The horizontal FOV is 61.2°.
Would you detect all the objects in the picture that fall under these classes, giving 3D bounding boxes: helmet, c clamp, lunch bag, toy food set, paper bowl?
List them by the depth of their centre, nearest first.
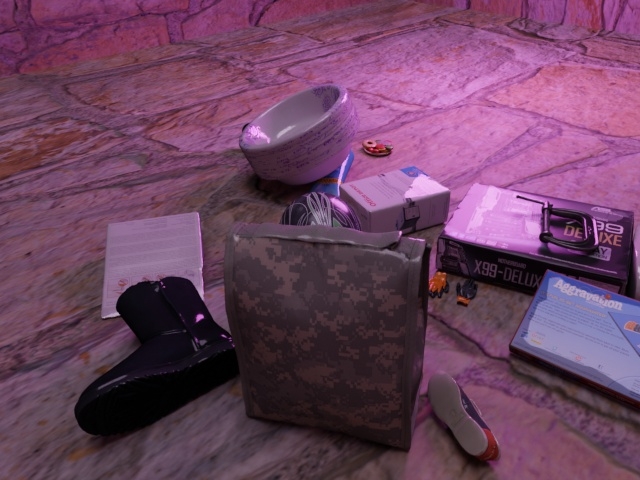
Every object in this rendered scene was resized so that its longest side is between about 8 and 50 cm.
[{"bbox_3d":[0.016,0.098,0.691,0.235,0.287,0.169,6,35,15],"label":"lunch bag"},{"bbox_3d":[0.000,0.000,0.953,0.169,0.162,0.169,-2,33,1],"label":"helmet"},{"bbox_3d":[0.420,-0.028,0.958,0.137,0.022,0.161,10,33,10],"label":"c clamp"},{"bbox_3d":[-0.040,-0.240,1.291,0.284,0.148,0.284,-20,32,13],"label":"paper bowl"},{"bbox_3d":[0.157,-0.252,1.455,0.082,0.020,0.083,-9,33,-10],"label":"toy food set"}]

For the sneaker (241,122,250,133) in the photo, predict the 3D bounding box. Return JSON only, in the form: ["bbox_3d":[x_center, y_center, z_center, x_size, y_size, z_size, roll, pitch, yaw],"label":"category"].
[{"bbox_3d":[-0.115,-0.283,1.487,0.211,0.080,0.081,11,20,14],"label":"sneaker"}]

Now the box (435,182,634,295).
[{"bbox_3d":[0.400,0.000,1.004,0.307,0.077,0.242,15,37,25],"label":"box"}]

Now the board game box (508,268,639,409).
[{"bbox_3d":[0.431,0.152,0.761,0.281,0.027,0.145,23,69,33],"label":"board game box"}]

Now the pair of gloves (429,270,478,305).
[{"bbox_3d":[0.232,0.082,0.950,0.083,0.010,0.074,14,36,22],"label":"pair of gloves"}]

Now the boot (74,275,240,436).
[{"bbox_3d":[-0.259,0.154,0.795,0.246,0.094,0.207,-19,40,-35],"label":"boot"}]

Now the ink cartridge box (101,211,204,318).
[{"bbox_3d":[-0.310,0.051,1.019,0.181,0.056,0.225,-8,52,-9],"label":"ink cartridge box"}]

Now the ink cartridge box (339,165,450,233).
[{"bbox_3d":[0.152,-0.080,1.137,0.190,0.082,0.139,-17,35,-18],"label":"ink cartridge box"}]

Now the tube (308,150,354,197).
[{"bbox_3d":[0.031,-0.155,1.299,0.080,0.052,0.207,-3,36,23],"label":"tube"}]

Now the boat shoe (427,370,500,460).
[{"bbox_3d":[0.185,0.227,0.705,0.043,0.049,0.137,30,15,-31],"label":"boat shoe"}]

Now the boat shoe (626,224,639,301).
[{"bbox_3d":[0.577,0.039,0.929,0.081,0.079,0.227,11,32,27],"label":"boat shoe"}]
